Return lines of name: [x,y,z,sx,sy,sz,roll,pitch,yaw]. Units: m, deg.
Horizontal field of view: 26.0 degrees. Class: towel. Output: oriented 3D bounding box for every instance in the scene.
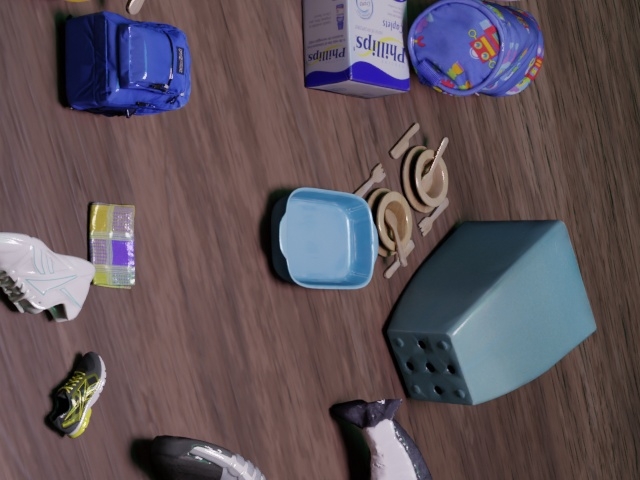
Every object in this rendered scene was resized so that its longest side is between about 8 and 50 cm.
towel: [-0.203,0.004,1.355,0.060,0.009,0.083,10,78,-53]

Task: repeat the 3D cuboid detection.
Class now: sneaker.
sneaker: [-0.262,0.031,1.239,0.152,0.053,0.061,28,67,-49]
sneaker: [-0.226,0.141,1.290,0.035,0.031,0.083,36,58,-44]
sneaker: [-0.103,0.292,1.395,0.228,0.086,0.132,43,56,-43]

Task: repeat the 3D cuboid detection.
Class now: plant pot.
plant pot: [0.204,0.100,1.762,0.234,0.165,0.166,-37,115,-40]

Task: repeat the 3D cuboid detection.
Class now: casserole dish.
casserole dish: [0.000,0.000,1.601,0.188,0.037,0.114,4,82,-53]

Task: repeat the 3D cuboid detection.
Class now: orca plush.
orca plush: [0.077,0.319,1.656,0.151,0.102,0.287,-26,100,-4]

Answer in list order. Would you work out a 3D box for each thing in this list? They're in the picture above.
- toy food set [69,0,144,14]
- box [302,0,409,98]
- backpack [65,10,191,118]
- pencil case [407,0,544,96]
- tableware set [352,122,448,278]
toy food set: [-0.244,-0.294,1.297,0.218,0.071,0.128,12,101,-50]
box: [0.044,-0.246,1.657,0.126,0.072,0.137,2,85,-52]
backpack: [-0.175,-0.165,1.339,0.120,0.101,0.098,3,90,-56]
pencil case: [0.203,-0.243,1.777,0.119,0.133,0.306,44,18,10]
tableware set: [0.117,-0.051,1.758,0.194,0.039,0.128,-49,124,-44]
